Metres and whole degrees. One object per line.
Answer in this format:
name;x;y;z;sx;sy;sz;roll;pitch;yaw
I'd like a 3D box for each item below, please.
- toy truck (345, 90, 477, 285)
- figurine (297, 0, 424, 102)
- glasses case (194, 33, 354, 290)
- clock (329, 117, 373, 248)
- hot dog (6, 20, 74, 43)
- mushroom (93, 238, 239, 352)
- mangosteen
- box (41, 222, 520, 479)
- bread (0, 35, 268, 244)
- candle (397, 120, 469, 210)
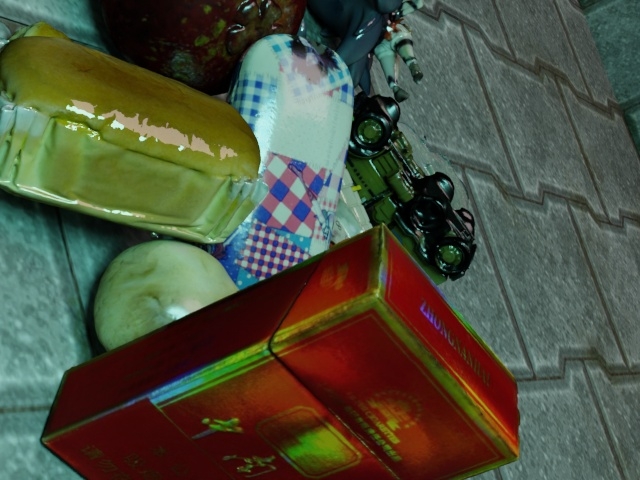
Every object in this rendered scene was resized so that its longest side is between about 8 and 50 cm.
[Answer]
toy truck;0.094;-0.061;1.527;0.257;0.127;0.127;59;21;-11
figurine;0.057;-0.322;1.632;0.197;0.175;0.265;42;27;-30
glasses case;-0.049;-0.035;1.157;0.125;0.076;0.327;13;86;-29
clock;0.000;0.000;1.326;0.220;0.106;0.255;-23;88;-63
hot dog;-0.184;-0.100;1.135;0.286;0.061;0.087;38;49;-40
mushroom;-0.127;0.069;1.037;0.148;0.112;0.148;41;34;-36
mangosteen;-0.134;-0.269;1.230;0.215;0.215;0.257;27;15;-50
box;-0.030;0.134;0.932;0.197;0.313;0.089;49;29;-29
bread;-0.167;-0.088;1.015;0.241;0.107;0.136;18;30;-31
candle;0.140;-0.066;1.673;0.192;0.068;0.168;37;35;-40
